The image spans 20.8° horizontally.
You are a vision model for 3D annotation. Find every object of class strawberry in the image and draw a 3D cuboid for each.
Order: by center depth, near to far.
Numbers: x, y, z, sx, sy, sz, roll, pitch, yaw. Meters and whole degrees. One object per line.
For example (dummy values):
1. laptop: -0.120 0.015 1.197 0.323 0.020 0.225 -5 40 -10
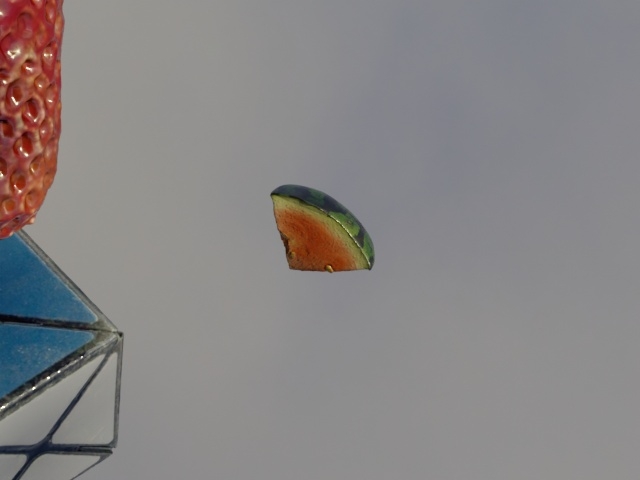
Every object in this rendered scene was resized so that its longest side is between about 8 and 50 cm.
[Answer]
1. strawberry: -0.295 -0.168 1.537 0.280 0.150 0.253 54 -36 11

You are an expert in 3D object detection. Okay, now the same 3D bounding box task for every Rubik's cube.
1. Rubik's cube: -0.394 0.159 1.992 0.259 0.260 0.254 47 -30 24

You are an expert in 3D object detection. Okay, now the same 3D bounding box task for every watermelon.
1. watermelon: 0.000 0.000 1.959 0.135 0.125 0.094 40 -89 25
